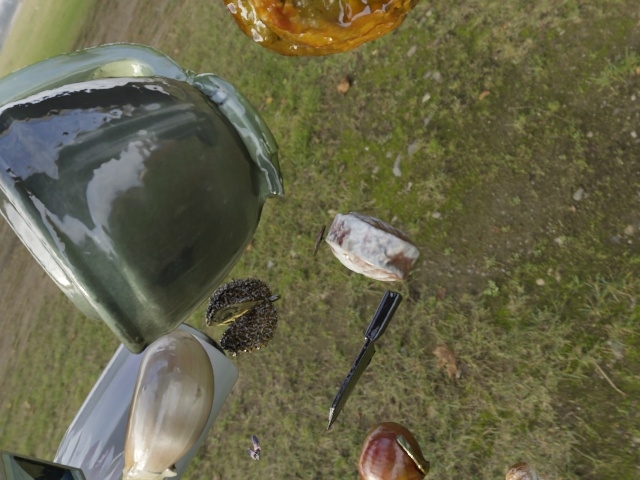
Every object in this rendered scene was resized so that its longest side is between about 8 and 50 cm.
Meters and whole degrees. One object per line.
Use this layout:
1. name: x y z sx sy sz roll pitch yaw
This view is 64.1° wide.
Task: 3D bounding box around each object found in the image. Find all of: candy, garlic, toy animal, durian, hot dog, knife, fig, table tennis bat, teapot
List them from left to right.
1. teapot: -0.182 -0.063 0.520 0.239 0.239 0.321 -37 38 -23
2. garlic: -0.219 0.193 0.733 0.148 0.128 0.266 -10 46 11
3. durian: -0.179 0.178 1.240 0.196 0.196 0.167 -65 -6 1
4. table tennis bat: 0.000 0.000 1.346 0.156 0.013 0.087 -38 -36 -85
5. knife: 0.066 0.178 0.768 0.028 0.060 0.230 19 62 26
6. hot dog: 0.035 -0.261 0.395 0.259 0.175 0.114 -41 50 -5
7. candy: 0.135 0.018 1.394 0.289 0.214 0.157 28 92 58
8. fig: 0.203 0.602 1.403 0.205 0.205 0.205 -28 50 40
9. toy animal: 0.437 0.604 1.185 0.184 0.104 0.185 -6 91 38

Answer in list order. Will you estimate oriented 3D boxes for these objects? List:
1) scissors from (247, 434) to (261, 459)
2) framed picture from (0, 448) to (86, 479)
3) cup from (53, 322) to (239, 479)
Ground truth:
1. scissors: -0.145 0.463 1.132 0.113 0.012 0.039 164 126 -74
2. framed picture: -0.395 0.375 0.743 0.203 0.150 0.015 16 74 52
3. cup: -0.352 0.359 1.027 0.253 0.253 0.371 -14 40 47
